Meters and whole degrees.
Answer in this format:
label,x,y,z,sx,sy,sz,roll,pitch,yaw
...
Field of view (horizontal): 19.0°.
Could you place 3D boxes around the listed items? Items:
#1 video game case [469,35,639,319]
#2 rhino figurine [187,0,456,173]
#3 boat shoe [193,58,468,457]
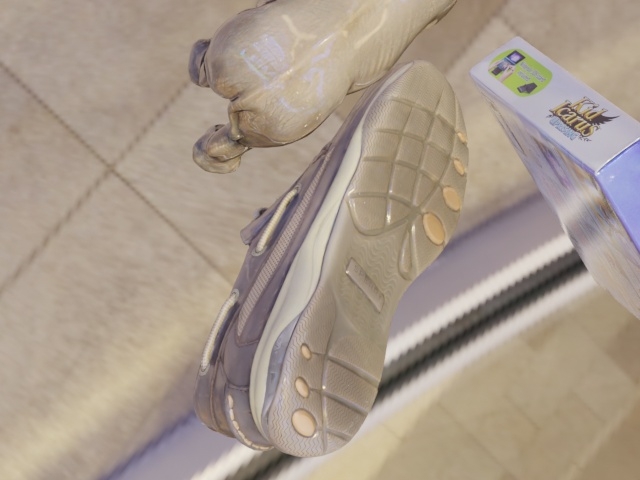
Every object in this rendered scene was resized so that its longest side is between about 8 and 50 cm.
label,x,y,z,sx,sy,sz,roll,pitch,yaw
video game case,0.256,-0.023,1.628,0.061,0.244,0.269,-36,122,-2
rhino figurine,0.031,-0.130,0.940,0.243,0.106,0.073,-43,98,-17
boat shoe,0.000,0.000,1.429,0.132,0.130,0.355,57,46,-35
